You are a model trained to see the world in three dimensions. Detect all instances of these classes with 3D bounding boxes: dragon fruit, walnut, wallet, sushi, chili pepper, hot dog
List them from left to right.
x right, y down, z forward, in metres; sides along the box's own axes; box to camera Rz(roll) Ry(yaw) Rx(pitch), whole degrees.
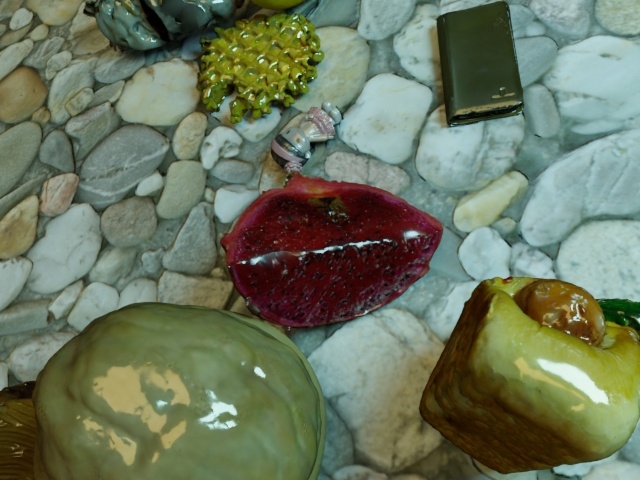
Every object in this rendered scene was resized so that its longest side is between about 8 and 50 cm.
[{"bbox_3d":[-0.292,-0.434,0.935,0.332,0.124,0.130,4,49,33],"label":"sushi"},{"bbox_3d":[-0.129,0.197,0.518,0.286,0.296,0.285,8,46,-9],"label":"walnut"},{"bbox_3d":[0.000,0.000,0.662,0.262,0.134,0.211,-7,44,-13],"label":"dragon fruit"},{"bbox_3d":[0.233,-0.263,0.745,0.110,0.031,0.197,-6,66,16],"label":"wallet"},{"bbox_3d":[0.190,0.117,0.468,0.150,0.256,0.153,32,66,14],"label":"hot dog"},{"bbox_3d":[0.328,0.098,0.537,0.182,0.050,0.073,6,77,24],"label":"chili pepper"}]

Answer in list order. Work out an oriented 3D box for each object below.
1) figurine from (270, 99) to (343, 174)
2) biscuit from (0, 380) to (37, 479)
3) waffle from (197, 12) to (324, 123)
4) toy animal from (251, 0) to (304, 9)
[{"bbox_3d":[-0.018,-0.155,0.775,0.129,0.054,0.072,-42,75,-11],"label":"figurine"},{"bbox_3d":[-0.430,0.354,0.689,0.318,0.040,0.317,-8,65,17],"label":"biscuit"},{"bbox_3d":[-0.109,-0.309,0.876,0.232,0.051,0.228,-16,60,11],"label":"waffle"},{"bbox_3d":[-0.105,-0.549,0.834,0.247,0.345,0.277,32,97,23],"label":"toy animal"}]
